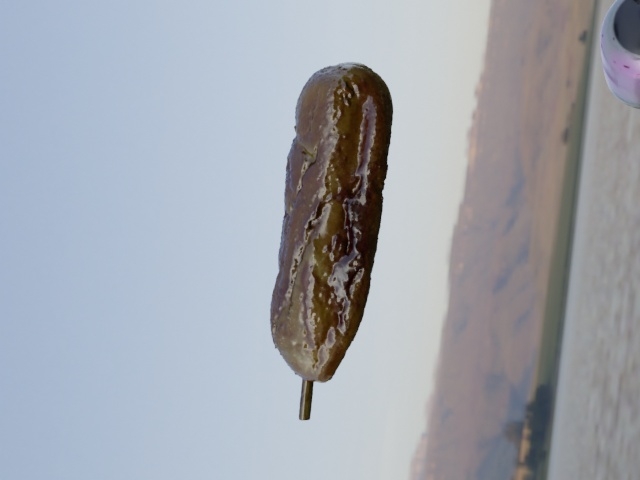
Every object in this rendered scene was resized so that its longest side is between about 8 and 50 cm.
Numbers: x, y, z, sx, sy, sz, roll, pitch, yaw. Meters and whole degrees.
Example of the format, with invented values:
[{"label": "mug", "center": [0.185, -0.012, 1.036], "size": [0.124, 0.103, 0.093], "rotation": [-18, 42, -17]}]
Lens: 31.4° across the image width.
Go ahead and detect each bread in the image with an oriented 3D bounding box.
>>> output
[{"label": "bread", "center": [0.002, 0.001, 1.072], "size": [0.124, 0.084, 0.344], "rotation": [-164, 83, -75]}]

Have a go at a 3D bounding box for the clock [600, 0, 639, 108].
[{"label": "clock", "center": [0.277, -0.186, 0.662], "size": [0.090, 0.228, 0.247], "rotation": [51, -127, -61]}]
